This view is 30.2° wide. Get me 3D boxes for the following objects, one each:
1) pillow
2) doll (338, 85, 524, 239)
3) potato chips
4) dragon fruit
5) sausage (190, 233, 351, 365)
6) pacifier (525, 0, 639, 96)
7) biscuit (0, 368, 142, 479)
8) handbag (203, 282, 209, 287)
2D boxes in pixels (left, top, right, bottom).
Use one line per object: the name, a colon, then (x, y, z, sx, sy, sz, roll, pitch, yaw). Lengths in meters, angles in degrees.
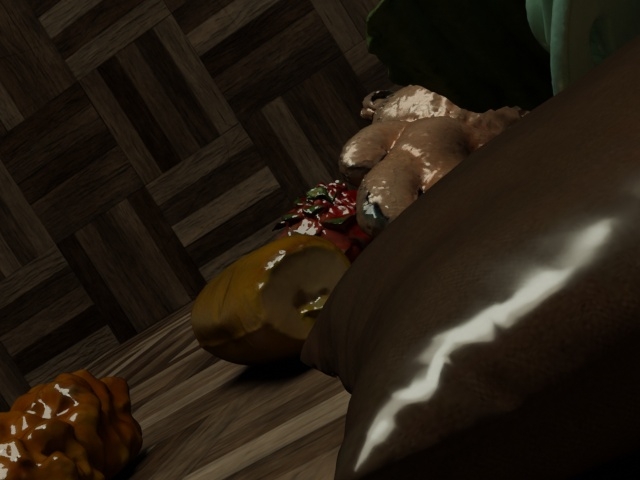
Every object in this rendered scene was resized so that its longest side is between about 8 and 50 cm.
pillow: (0.128, -0.014, 0.448, 0.305, 0.108, 0.308, -34, 4, -1)
doll: (0.112, -0.051, 1.186, 0.201, 0.156, 0.303, 12, 34, 11)
potato chips: (0.246, -0.264, 1.071, 0.389, 0.097, 0.373, 9, -60, -32)
dragon fruit: (0.006, 0.003, 1.313, 0.142, 0.121, 0.130, -56, -5, 3)
sausage: (-0.056, 0.063, 1.092, 0.112, 0.112, 0.328, -33, 3, -19)
pacifier: (0.298, -0.213, 0.869, 0.269, 0.288, 0.343, 13, 63, 37)
biscuit: (-0.304, 0.226, 0.947, 0.312, 0.110, 0.318, -31, 3, 5)
handbag: (0.019, -0.004, 1.529, 0.326, 0.089, 0.238, -32, 3, 18)
